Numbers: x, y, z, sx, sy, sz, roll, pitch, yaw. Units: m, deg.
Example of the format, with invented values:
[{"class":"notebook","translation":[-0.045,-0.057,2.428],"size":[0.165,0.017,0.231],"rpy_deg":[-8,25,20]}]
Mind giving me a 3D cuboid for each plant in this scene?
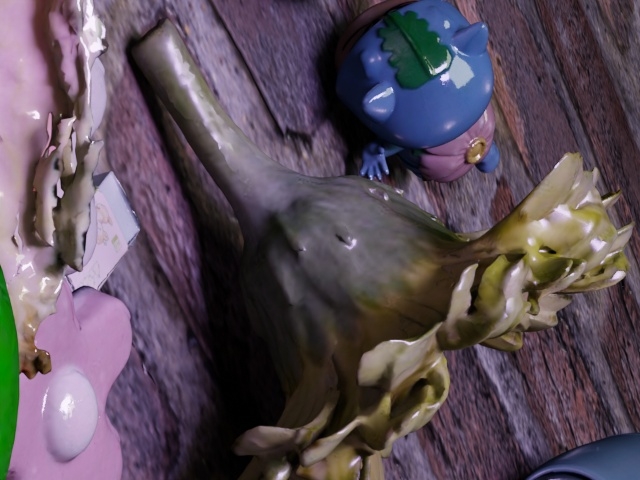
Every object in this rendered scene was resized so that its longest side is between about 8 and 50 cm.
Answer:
[{"class":"plant","translation":[0.005,0.048,1.050],"size":[0.306,0.297,0.261],"rpy_deg":[157,-48,-72]}]

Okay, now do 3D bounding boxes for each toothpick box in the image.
[{"class":"toothpick box","translation":[0.211,0.207,1.449],"size":[0.184,0.120,0.120],"rpy_deg":[4,74,-62]}]

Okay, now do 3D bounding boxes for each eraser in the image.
[{"class":"eraser","translation":[-0.115,0.001,0.947],"size":[0.038,0.019,0.083],"rpy_deg":[65,25,-20]}]

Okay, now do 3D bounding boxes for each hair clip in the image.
[{"class":"hair clip","translation":[-0.133,0.015,0.844],"size":[0.146,0.075,0.257],"rpy_deg":[-28,107,-70]}]

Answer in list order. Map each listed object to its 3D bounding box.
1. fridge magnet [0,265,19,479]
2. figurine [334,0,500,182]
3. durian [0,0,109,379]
[{"class":"fridge magnet","translation":[-0.189,0.044,0.577],"size":[0.208,0.088,0.208],"rpy_deg":[2,87,-30]},{"class":"figurine","translation":[0.063,-0.108,1.322],"size":[0.178,0.114,0.144],"rpy_deg":[59,9,-58]},{"class":"durian","translation":[-0.193,-0.112,0.663],"size":[0.196,0.185,0.305],"rpy_deg":[-1,104,-34]}]
